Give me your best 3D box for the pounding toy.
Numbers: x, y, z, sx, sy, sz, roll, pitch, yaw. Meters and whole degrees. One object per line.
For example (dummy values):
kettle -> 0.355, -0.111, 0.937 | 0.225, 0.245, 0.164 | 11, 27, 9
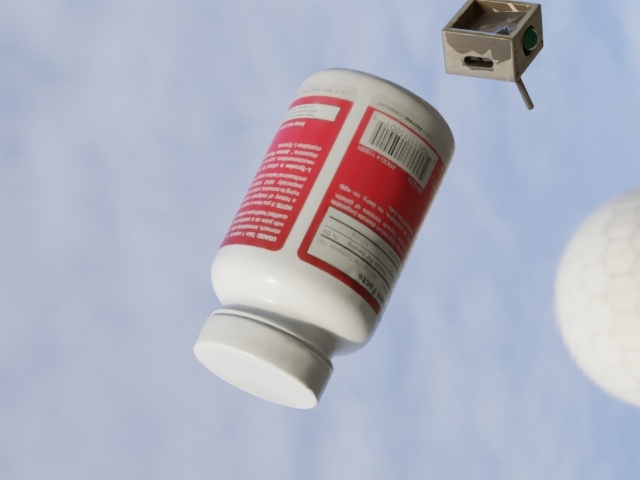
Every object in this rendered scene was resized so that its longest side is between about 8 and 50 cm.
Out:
pounding toy -> 0.257, -0.268, 2.245 | 0.130, 0.141, 0.100 | -51, -38, -43

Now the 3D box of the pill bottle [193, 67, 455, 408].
pill bottle -> 0.000, 0.000, 2.041 | 0.229, 0.229, 0.407 | 43, -116, -39
